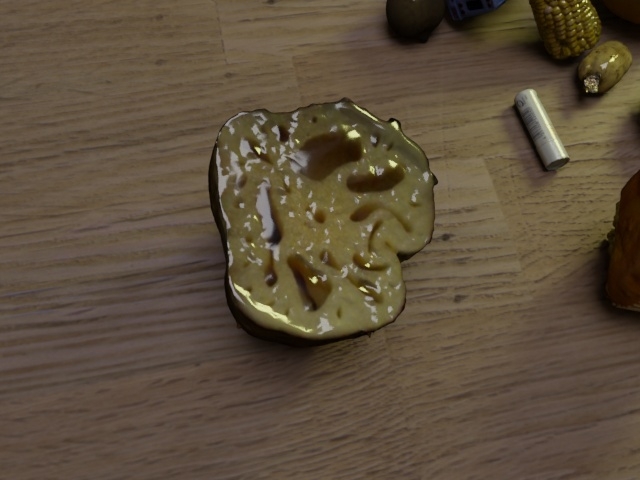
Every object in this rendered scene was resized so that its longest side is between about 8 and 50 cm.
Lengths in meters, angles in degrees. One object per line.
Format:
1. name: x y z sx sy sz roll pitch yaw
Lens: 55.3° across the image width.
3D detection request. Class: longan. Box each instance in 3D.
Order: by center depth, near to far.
1. longan: 0.166 -0.400 1.061 0.113 0.113 0.092 -38 31 -17

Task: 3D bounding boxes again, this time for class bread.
1. bread: 0.476 -0.007 0.825 0.133 0.250 0.179 6 54 1

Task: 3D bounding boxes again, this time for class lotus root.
1. lotus root: 0.000 0.000 0.810 0.316 0.250 0.316 4 72 -13
2. lotus root: 0.486 -0.297 1.048 0.072 0.063 0.152 46 66 -6

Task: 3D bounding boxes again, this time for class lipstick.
1. lipstick: 0.362 -0.184 1.006 0.040 0.040 0.141 -14 68 -9

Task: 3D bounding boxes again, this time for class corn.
1. corn: 0.385 -0.425 0.995 0.101 0.292 0.101 -20 41 19

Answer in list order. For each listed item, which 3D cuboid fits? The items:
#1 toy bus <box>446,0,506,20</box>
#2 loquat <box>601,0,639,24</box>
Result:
1. toy bus: 0.335 -0.516 1.073 0.292 0.125 0.133 -44 33 -19
2. loquat: 0.585 -0.484 1.057 0.208 0.208 0.208 1 67 -3
